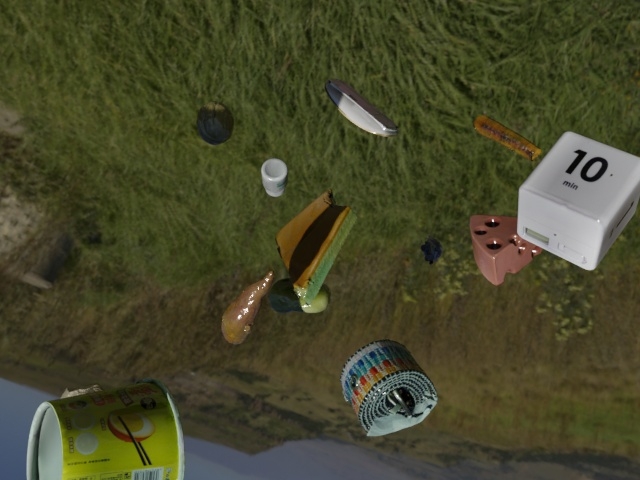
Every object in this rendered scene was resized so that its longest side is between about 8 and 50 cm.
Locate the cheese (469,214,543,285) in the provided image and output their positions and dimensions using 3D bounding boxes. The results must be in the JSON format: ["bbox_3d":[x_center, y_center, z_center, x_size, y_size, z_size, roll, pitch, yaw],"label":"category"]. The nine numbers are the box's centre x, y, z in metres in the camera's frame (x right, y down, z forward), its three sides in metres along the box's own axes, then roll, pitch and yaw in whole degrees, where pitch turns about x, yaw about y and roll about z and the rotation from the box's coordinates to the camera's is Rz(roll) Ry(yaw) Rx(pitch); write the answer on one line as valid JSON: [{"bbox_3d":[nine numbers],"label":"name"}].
[{"bbox_3d":[0.509,0.033,1.740,0.203,0.177,0.128,6,135,25],"label":"cheese"}]

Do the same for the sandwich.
[{"bbox_3d":[0.000,0.000,1.482,0.063,0.212,0.245,39,-164,-39],"label":"sandwich"}]

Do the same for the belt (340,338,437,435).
[{"bbox_3d":[0.165,0.369,1.533,0.150,0.207,0.257,57,179,46],"label":"belt"}]

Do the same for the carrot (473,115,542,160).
[{"bbox_3d":[0.647,-0.356,2.155,0.260,0.070,0.070,40,172,30],"label":"carrot"}]

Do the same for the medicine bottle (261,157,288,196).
[{"bbox_3d":[-0.140,-0.191,1.906,0.080,0.080,0.130,19,160,5],"label":"medicine bottle"}]

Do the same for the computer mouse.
[{"bbox_3d":[0.108,-0.356,1.700,0.245,0.056,0.126,44,-152,15],"label":"computer mouse"}]

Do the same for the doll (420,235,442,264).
[{"bbox_3d":[0.392,0.033,2.189,0.070,0.096,0.195,-14,-179,21],"label":"doll"}]

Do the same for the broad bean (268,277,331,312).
[{"bbox_3d":[-0.058,0.152,1.682,0.174,0.124,0.082,3,122,6],"label":"broad bean"}]

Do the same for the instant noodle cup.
[{"bbox_3d":[-0.438,0.428,1.234,0.221,0.311,0.311,8,173,-39],"label":"instant noodle cup"}]

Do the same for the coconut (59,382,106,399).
[{"bbox_3d":[-0.575,0.395,1.486,0.124,0.110,0.110,-6,-179,-39],"label":"coconut"}]

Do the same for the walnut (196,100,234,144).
[{"bbox_3d":[-0.216,-0.241,1.277,0.092,0.092,0.092,19,161,7],"label":"walnut"}]

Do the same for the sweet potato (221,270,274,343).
[{"bbox_3d":[-0.146,0.133,1.173,0.068,0.068,0.226,24,128,-8],"label":"sweet potato"}]

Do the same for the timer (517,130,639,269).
[{"bbox_3d":[0.565,-0.087,1.356,0.192,0.195,0.194,31,160,31],"label":"timer"}]
